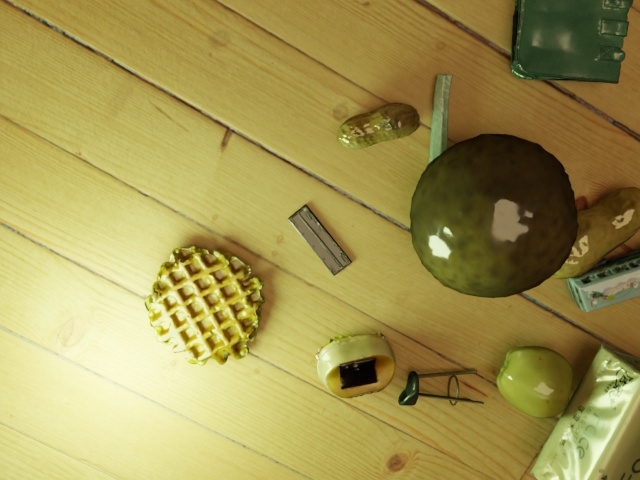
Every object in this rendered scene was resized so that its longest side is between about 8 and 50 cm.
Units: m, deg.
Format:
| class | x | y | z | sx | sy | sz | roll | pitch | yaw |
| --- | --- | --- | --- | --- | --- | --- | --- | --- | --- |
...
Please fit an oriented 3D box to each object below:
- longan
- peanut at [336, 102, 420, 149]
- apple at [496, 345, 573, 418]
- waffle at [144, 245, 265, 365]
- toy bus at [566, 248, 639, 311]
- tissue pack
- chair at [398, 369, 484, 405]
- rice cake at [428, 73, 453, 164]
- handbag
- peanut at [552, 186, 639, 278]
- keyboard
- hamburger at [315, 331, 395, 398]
| class | x | y | z | sx | sy | sz | roll | pitch | yaw |
| --- | --- | --- | --- | --- | --- | --- | --- | --- | --- |
| longan | 0.407 | -0.057 | 1.522 | 0.391 | 0.391 | 0.391 | -1 | 102 | -3 |
| peanut | 0.142 | -0.284 | 1.593 | 0.214 | 0.099 | 0.099 | -14 | 102 | 6 |
| apple | 0.569 | 0.368 | 1.700 | 0.200 | 0.200 | 0.200 | -1 | 102 | -3 |
| waffle | -0.301 | 0.175 | 1.672 | 0.302 | 0.068 | 0.325 | 16 | 99 | -6 |
| toy bus | 0.813 | 0.084 | 1.656 | 0.330 | 0.136 | 0.109 | -21 | 98 | 13 |
| tissue pack | 0.799 | 0.517 | 1.694 | 0.332 | 0.205 | 0.405 | 19 | 100 | -26 |
| chair | 0.320 | 0.398 | 1.743 | 0.222 | 0.104 | 0.095 | 1 | 76 | -8 |
| rice cake | 0.301 | -0.291 | 1.618 | 0.045 | 0.042 | 0.245 | 1 | 102 | 0 |
| handbag | 0.598 | -0.516 | 1.563 | 0.274 | 0.100 | 0.268 | 1 | 98 | -4 |
| peanut | 0.696 | -0.022 | 1.646 | 0.319 | 0.147 | 0.147 | -38 | 101 | 8 |
| keyboard | 0.000 | 0.000 | 1.679 | 0.064 | 0.010 | 0.198 | -37 | 101 | 6 |
| hamburger | 0.095 | 0.327 | 1.706 | 0.210 | 0.116 | 0.173 | -14 | 110 | -4 |
